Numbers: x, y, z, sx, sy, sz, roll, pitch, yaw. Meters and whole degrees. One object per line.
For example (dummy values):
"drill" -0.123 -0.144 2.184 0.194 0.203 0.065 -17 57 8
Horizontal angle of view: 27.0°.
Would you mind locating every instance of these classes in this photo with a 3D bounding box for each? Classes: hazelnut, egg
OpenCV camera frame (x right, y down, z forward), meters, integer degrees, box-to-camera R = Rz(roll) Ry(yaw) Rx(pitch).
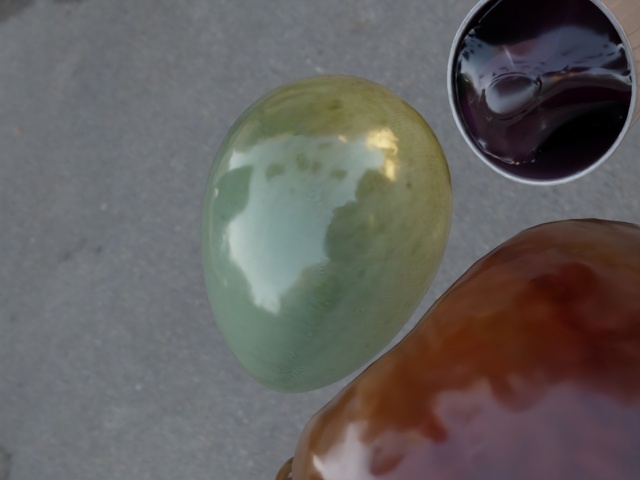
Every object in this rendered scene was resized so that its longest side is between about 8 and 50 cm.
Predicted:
"hazelnut" 0.147 0.173 0.718 0.372 0.315 0.372 -30 48 41
"egg" 0.000 0.000 1.175 0.218 0.218 0.295 29 112 45

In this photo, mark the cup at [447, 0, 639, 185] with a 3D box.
"cup" 0.275 -0.236 1.480 0.208 0.273 0.288 -5 109 30
